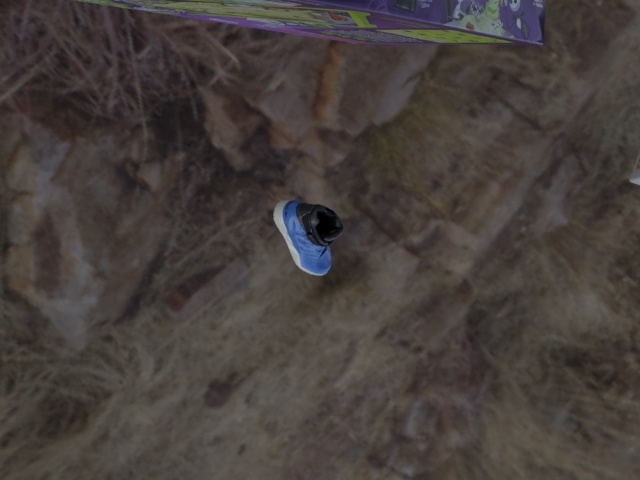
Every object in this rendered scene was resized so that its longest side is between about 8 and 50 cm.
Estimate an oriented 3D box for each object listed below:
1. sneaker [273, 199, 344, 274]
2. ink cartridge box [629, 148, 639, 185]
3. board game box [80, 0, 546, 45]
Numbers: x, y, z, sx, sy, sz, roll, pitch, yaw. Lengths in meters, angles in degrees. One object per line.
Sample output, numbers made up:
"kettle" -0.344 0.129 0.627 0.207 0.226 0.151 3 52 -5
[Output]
"sneaker" 0.000 0.001 1.473 0.058 0.085 0.152 -58 138 -31
"ink cartridge box" 0.468 -0.163 1.198 0.371 0.069 0.175 64 47 -85
"board game box" -0.008 -0.183 0.760 0.347 0.208 0.056 -5 97 -49
